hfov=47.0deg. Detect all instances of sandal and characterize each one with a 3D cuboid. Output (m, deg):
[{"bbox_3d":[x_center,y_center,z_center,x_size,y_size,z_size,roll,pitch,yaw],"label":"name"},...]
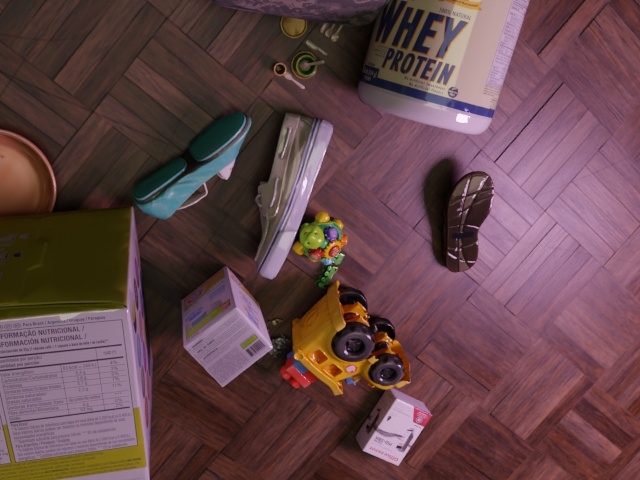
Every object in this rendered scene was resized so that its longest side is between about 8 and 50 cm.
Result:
[{"bbox_3d":[0.280,-0.039,1.437,0.089,0.060,0.220,-4,123,-6],"label":"sandal"}]

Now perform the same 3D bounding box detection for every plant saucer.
[{"bbox_3d":[-0.544,-0.091,1.228,0.199,0.037,0.200,-4,108,-12],"label":"plant saucer"}]

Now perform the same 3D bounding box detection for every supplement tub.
[{"bbox_3d":[0.210,-0.358,1.215,0.235,0.235,0.325,11,105,-16],"label":"supplement tub"}]

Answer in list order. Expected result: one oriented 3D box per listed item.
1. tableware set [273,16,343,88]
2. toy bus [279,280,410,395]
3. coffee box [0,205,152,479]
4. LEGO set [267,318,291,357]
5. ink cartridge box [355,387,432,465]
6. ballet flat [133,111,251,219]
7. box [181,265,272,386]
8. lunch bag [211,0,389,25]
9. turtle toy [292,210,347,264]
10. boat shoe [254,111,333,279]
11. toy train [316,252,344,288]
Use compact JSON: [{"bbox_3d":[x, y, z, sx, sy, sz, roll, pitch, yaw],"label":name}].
[{"bbox_3d":[-0.028,-0.348,1.275,0.104,0.024,0.154,31,99,-20],"label":"tableware set"},{"bbox_3d":[0.037,0.224,1.424,0.211,0.149,0.220,-39,115,15],"label":"toy bus"},{"bbox_3d":[-0.449,0.169,1.154,0.337,0.338,0.335,-5,117,-11],"label":"coffee box"},{"bbox_3d":[-0.087,0.194,1.438,0.054,0.023,0.083,-21,111,-6],"label":"LEGO set"},{"bbox_3d":[0.152,0.390,1.542,0.099,0.056,0.135,28,99,-21],"label":"ink cartridge box"},{"bbox_3d":[-0.210,-0.124,1.285,0.247,0.083,0.087,-38,136,1],"label":"ballet flat"},{"bbox_3d":[-0.171,0.146,1.306,0.114,0.203,0.103,-38,112,3],"label":"box"},{"bbox_3d":[-0.021,-0.495,1.129,0.304,0.212,0.256,3,80,-13],"label":"lunch bag"},{"bbox_3d":[0.000,0.000,1.353,0.095,0.066,0.130,-53,144,7],"label":"turtle toy"},{"bbox_3d":[-0.067,-0.082,1.324,0.094,0.109,0.303,20,95,-1],"label":"boat shoe"},{"bbox_3d":[0.019,0.057,1.423,0.023,0.017,0.083,23,101,-30],"label":"toy train"}]
